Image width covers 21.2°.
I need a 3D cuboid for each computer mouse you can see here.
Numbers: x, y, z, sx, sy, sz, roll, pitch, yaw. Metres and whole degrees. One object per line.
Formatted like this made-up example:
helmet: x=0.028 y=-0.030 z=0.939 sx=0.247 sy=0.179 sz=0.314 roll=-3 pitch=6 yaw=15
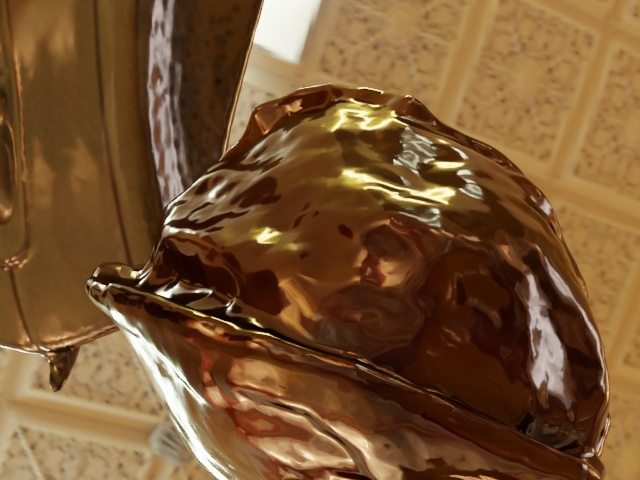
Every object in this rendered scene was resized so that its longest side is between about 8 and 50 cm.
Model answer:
computer mouse: x=-0.125 y=-0.109 z=0.881 sx=0.122 sy=0.188 sz=0.371 roll=21 pitch=-109 yaw=-43

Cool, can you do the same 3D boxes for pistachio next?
pistachio: x=0.017 y=0.024 z=0.503 sx=0.165 sy=0.210 sz=0.130 roll=7 pitch=-76 yaw=-23
